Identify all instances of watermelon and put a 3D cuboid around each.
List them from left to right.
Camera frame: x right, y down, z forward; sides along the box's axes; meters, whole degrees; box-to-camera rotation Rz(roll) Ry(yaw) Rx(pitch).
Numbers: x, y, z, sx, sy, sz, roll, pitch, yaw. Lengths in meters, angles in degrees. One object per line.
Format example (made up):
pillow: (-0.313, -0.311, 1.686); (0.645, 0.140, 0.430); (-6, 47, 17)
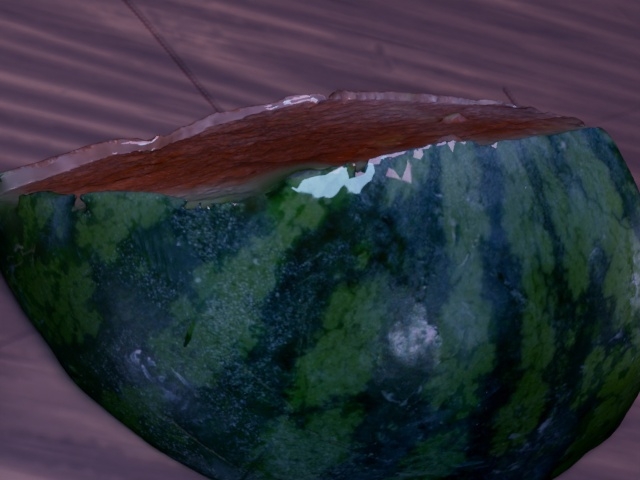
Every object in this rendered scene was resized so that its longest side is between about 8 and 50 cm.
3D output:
watermelon: (0.020, 0.004, 1.082); (0.292, 0.222, 0.319); (-26, 76, -32)
